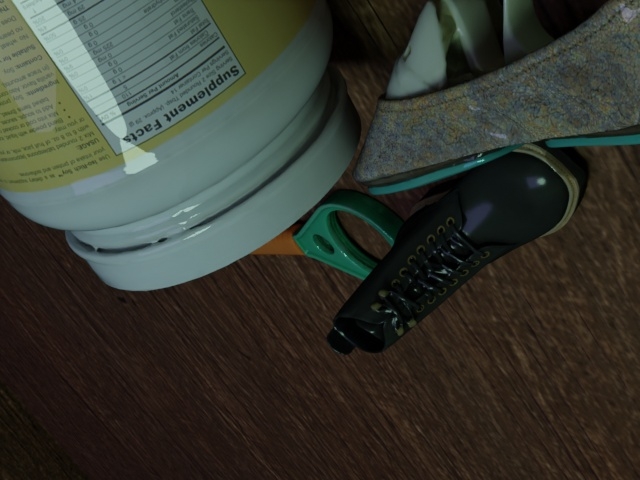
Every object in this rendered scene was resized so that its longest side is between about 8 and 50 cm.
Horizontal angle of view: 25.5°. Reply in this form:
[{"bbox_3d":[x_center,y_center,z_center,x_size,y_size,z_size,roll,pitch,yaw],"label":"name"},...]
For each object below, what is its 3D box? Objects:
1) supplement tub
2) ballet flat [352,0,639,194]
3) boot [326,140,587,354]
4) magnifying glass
[{"bbox_3d":[-0.139,-0.158,0.852,0.241,0.241,0.331,9,138,51],"label":"supplement tub"},{"bbox_3d":[0.112,-0.098,0.785,0.316,0.107,0.106,-10,104,54],"label":"ballet flat"},{"bbox_3d":[0.087,0.013,0.933,0.077,0.137,0.198,43,155,-1],"label":"boot"},{"bbox_3d":[0.000,0.000,1.181,0.092,0.026,0.231,53,155,-23],"label":"magnifying glass"}]
